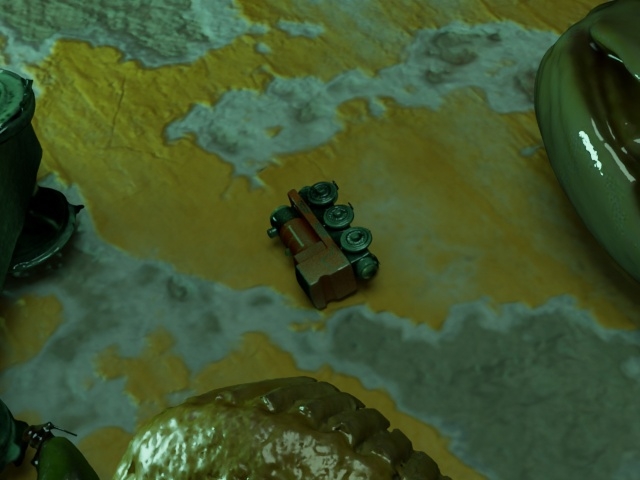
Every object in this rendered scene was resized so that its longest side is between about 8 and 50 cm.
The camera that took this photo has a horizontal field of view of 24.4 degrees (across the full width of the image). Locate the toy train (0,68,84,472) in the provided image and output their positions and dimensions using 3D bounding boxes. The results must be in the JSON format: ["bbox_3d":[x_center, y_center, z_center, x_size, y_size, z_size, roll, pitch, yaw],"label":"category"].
[{"bbox_3d":[-0.322,0.029,1.043,0.253,0.160,0.397,-4,45,10],"label":"toy train"}]

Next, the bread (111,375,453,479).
[{"bbox_3d":[-0.005,0.174,0.819,0.240,0.240,0.139,20,42,23],"label":"bread"}]

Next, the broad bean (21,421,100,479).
[{"bbox_3d":[-0.154,0.221,0.907,0.065,0.046,0.254,12,45,-21],"label":"broad bean"}]

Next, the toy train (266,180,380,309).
[{"bbox_3d":[0.000,0.000,1.118,0.064,0.044,0.103,-29,50,-8],"label":"toy train"}]

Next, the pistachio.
[{"bbox_3d":[0.265,-0.064,1.088,0.166,0.197,0.288,-41,55,25],"label":"pistachio"}]
